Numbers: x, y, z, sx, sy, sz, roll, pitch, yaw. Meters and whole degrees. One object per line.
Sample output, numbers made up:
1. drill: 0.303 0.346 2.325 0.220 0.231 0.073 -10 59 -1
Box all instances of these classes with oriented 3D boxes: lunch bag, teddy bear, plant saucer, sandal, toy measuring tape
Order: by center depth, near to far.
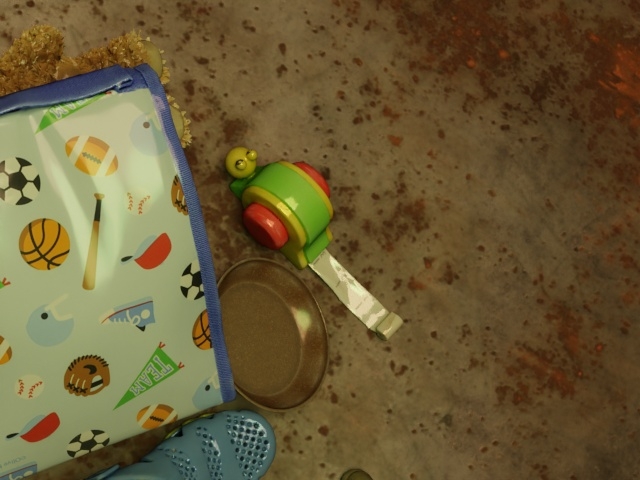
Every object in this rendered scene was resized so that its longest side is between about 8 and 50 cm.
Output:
1. lunch bag: -0.294 0.023 1.101 0.328 0.239 0.385 -20 124 -21
2. sandal: -0.187 0.295 1.202 0.317 0.138 0.126 -26 87 -23
3. teddy bear: -0.324 -0.152 1.266 0.338 0.113 0.245 -37 102 -28
4. plant saucer: -0.071 0.121 1.296 0.198 0.036 0.198 21 59 -40
5. toy measuring tape: 0.000 0.000 1.334 0.330 0.121 0.121 46 69 -6

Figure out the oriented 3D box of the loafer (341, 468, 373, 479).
1. loafer: 0.047 0.368 1.313 0.056 0.050 0.148 2 79 -19
